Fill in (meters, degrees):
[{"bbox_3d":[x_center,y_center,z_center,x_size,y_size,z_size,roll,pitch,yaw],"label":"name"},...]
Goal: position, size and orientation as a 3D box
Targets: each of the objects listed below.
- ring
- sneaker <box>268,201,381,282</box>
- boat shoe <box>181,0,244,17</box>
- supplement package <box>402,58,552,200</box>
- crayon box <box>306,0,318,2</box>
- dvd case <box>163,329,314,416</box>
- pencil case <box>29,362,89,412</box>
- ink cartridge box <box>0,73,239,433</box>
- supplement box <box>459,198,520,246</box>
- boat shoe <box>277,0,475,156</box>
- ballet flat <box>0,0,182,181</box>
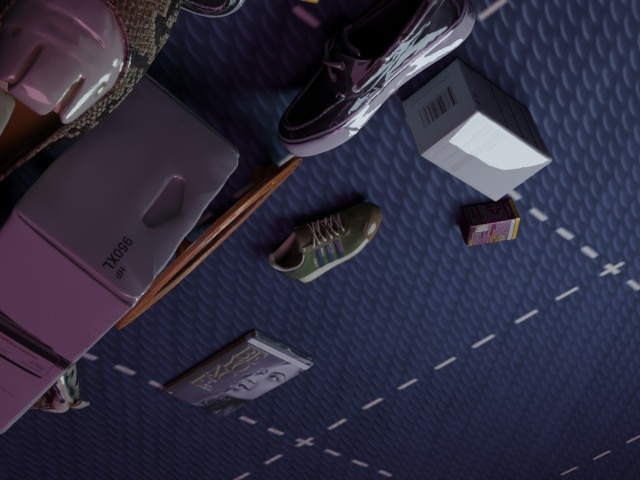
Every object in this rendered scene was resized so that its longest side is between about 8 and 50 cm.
[{"bbox_3d":[-0.155,-0.005,1.506,0.032,0.336,0.336,46,123,-1],"label":"ring"},{"bbox_3d":[0.000,0.000,1.706,0.086,0.064,0.192,17,136,-42],"label":"sneaker"},{"bbox_3d":[-0.181,-0.317,1.195,0.113,0.105,0.306,-28,142,17],"label":"boat shoe"},{"bbox_3d":[0.216,-0.150,1.552,0.105,0.105,0.179,-38,137,26],"label":"supplement package"},{"bbox_3d":[-0.009,-0.398,1.133,0.203,0.083,0.323,1,141,-42],"label":"crayon box"},{"bbox_3d":[-0.146,0.242,2.012,0.221,0.018,0.164,-33,140,23],"label":"dvd case"},{"bbox_3d":[-0.562,0.205,1.682,0.410,0.184,0.160,-8,-178,-10],"label":"pencil case"},{"bbox_3d":[-0.304,0.020,1.358,0.166,0.285,0.395,40,135,-11],"label":"ink cartridge box"},{"bbox_3d":[0.268,-0.028,1.781,0.083,0.043,0.055,-9,143,-9],"label":"supplement box"},{"bbox_3d":[0.048,-0.222,1.400,0.301,0.108,0.102,-35,139,21],"label":"boat shoe"},{"bbox_3d":[-0.315,-0.135,1.128,0.482,0.182,0.164,-37,112,22],"label":"ballet flat"}]
